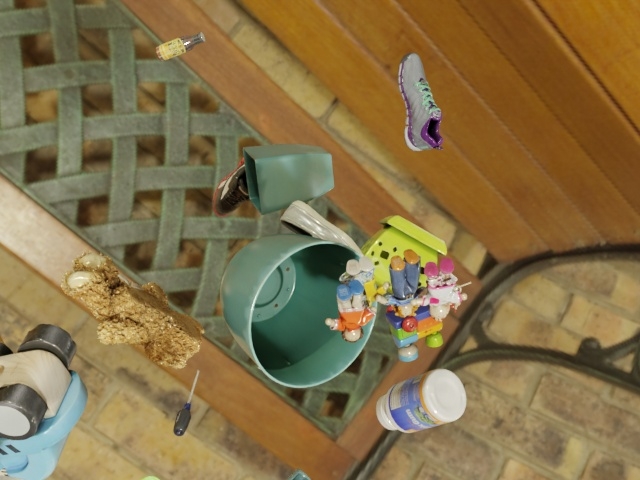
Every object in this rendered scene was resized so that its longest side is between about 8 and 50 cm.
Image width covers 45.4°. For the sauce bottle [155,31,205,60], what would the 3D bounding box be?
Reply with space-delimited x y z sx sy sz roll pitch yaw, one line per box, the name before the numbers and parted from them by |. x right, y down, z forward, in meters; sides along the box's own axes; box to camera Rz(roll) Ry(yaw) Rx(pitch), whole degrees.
sauce bottle | -0.357 -0.499 1.954 0.128 0.042 0.042 -19 131 14

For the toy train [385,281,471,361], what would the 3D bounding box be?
toy train | 0.296 0.212 1.983 0.105 0.247 0.144 -140 34 -59

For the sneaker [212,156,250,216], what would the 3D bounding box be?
sneaker | -0.255 -0.163 2.396 0.097 0.135 0.276 34 117 -20

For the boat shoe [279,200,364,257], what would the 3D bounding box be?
boat shoe | 0.000 -0.001 1.801 0.227 0.081 0.079 38 160 17

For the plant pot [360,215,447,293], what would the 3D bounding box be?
plant pot | 0.232 0.052 2.227 0.228 0.207 0.227 30 179 -3

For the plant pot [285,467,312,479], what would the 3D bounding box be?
plant pot | -0.082 0.727 1.753 0.247 0.252 0.248 45 -169 12

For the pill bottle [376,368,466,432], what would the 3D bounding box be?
pill bottle | 0.283 0.476 2.229 0.152 0.152 0.272 39 142 -11

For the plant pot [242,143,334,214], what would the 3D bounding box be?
plant pot | -0.088 -0.195 2.238 0.166 0.234 0.166 -134 35 -63

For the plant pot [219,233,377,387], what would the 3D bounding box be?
plant pot | -0.070 0.118 1.554 0.235 0.293 0.293 22 155 54

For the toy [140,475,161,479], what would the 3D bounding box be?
toy | -0.281 0.455 1.242 0.136 0.056 0.237 2 139 -13

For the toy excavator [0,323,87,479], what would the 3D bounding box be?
toy excavator | -0.653 0.439 1.605 0.432 0.222 0.445 -12 122 13

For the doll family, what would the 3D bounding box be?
doll family | 0.127 0.094 1.397 0.262 0.118 0.163 -13 136 -6

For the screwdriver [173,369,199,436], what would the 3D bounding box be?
screwdriver | -0.218 0.264 1.278 0.024 0.170 0.025 22 120 -7

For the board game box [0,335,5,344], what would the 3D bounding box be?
board game box | -0.755 0.231 1.659 0.124 0.039 0.260 -4 140 -6

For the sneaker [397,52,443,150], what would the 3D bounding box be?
sneaker | 0.240 -0.314 1.731 0.098 0.083 0.224 11 116 50

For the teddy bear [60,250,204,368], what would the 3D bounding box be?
teddy bear | -0.420 0.158 1.677 0.338 0.113 0.245 34 -165 -31

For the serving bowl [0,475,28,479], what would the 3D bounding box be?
serving bowl | -0.389 0.315 0.958 0.083 0.027 0.083 11 166 3

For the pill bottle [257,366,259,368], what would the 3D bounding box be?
pill bottle | -0.069 0.240 1.929 0.124 0.222 0.124 24 171 4
